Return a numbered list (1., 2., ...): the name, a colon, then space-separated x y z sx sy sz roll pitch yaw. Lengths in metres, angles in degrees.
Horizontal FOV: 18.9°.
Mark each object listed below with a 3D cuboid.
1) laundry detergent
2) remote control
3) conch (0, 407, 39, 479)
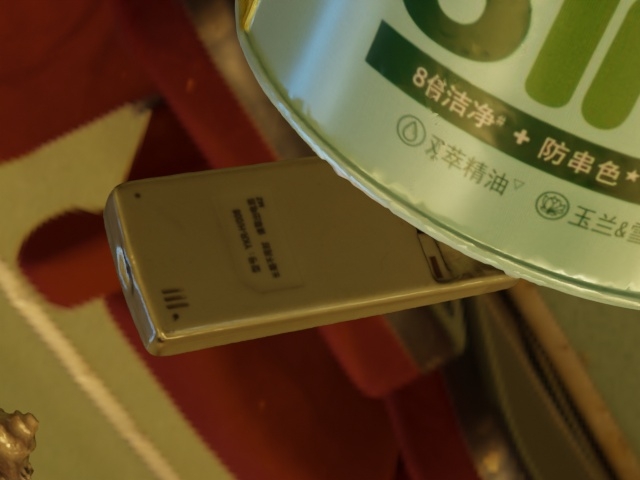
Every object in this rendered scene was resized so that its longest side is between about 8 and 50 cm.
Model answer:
1. laundry detergent: 0.145 -0.176 0.749 0.287 0.287 0.305 18 125 -7
2. remote control: 0.000 0.000 1.306 0.285 0.123 0.038 -11 156 -25
3. conch: -0.280 0.193 1.229 0.245 0.163 0.178 -39 134 2
